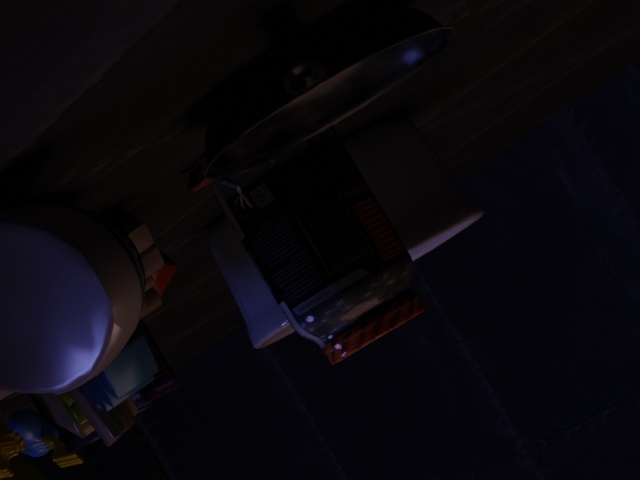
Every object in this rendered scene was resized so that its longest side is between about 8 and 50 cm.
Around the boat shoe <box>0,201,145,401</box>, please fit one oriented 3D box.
[{"bbox_3d":[-0.175,0.026,1.224,0.158,0.127,0.340,-36,-172,-36],"label":"boat shoe"}]

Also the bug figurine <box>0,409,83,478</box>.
[{"bbox_3d":[-0.358,0.179,1.653,0.279,0.072,0.216,-9,164,-4],"label":"bug figurine"}]

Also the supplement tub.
[{"bbox_3d":[0.000,0.000,1.546,0.117,0.190,0.117,-30,176,-2],"label":"supplement tub"}]

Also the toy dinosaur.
[{"bbox_3d":[-0.076,-0.064,1.441,0.082,0.047,0.090,-23,145,16],"label":"toy dinosaur"}]

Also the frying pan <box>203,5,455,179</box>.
[{"bbox_3d":[-0.026,-0.093,1.209,0.197,0.053,0.326,-33,174,26],"label":"frying pan"}]

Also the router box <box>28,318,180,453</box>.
[{"bbox_3d":[-0.225,0.120,1.797,0.046,0.133,0.179,-26,175,-42],"label":"router box"}]

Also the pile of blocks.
[{"bbox_3d":[-0.168,0.074,1.552,0.112,0.149,0.362,-35,179,-21],"label":"pile of blocks"}]

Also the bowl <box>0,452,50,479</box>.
[{"bbox_3d":[-0.465,0.304,2.151,0.289,0.156,0.289,-31,176,-2],"label":"bowl"}]

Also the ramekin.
[{"bbox_3d":[0.018,-0.013,1.933,0.277,0.135,0.277,-31,176,-3],"label":"ramekin"}]
